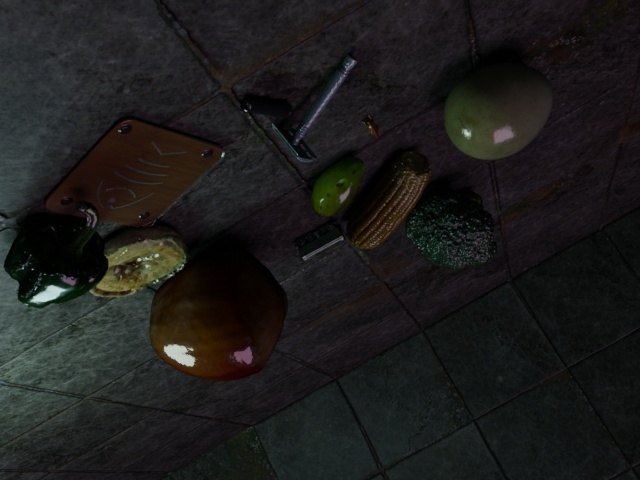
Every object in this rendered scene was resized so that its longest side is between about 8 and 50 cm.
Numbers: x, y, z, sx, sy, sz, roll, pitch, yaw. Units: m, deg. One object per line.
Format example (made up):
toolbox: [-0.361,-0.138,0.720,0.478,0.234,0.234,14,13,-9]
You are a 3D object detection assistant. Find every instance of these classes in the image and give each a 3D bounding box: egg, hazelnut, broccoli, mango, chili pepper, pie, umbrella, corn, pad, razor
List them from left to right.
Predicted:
chili pepper: [-0.512,0.030,1.467,0.261,0.165,0.174,-34,150,33]
pad: [-0.372,-0.127,1.486,0.284,0.018,0.286,-39,153,24]
pie: [-0.435,0.054,1.738,0.274,0.055,0.274,-23,156,-11]
hazelnut: [-0.256,0.189,1.891,0.366,0.365,0.366,-24,157,-11]
umbrella: [-0.108,-0.266,1.473,0.036,0.031,0.133,-13,172,42]
razor: [0.003,-0.281,1.512,0.068,0.106,0.232,4,132,-52]
mango: [0.042,-0.137,1.828,0.178,0.100,0.119,-52,-176,28]
corn: [0.187,-0.105,2.017,0.131,0.131,0.344,-11,151,-35]
broccoli: [0.407,-0.052,2.269,0.297,0.298,0.297,-51,-173,42]
egg: [0.429,-0.312,1.740,0.295,0.218,0.218,-27,159,-27]

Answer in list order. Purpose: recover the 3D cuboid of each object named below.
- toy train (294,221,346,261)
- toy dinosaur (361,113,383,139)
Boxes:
toy train: [0.000,0.000,2.090,0.148,0.071,0.038,-29,157,2]
toy dinosaur: [0.122,-0.264,1.723,0.026,0.041,0.113,-35,161,7]
